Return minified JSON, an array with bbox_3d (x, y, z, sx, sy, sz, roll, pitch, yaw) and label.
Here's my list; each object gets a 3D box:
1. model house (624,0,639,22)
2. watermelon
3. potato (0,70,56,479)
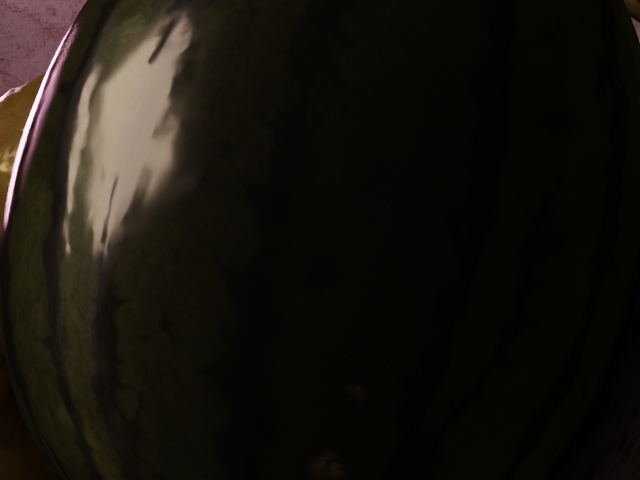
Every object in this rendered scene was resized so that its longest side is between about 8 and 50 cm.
[{"bbox_3d":[0.168,-0.250,0.791,0.234,0.175,0.193,-53,11,7],"label":"model house"},{"bbox_3d":[0.000,0.000,0.689,0.279,0.279,0.359,150,136,-71],"label":"watermelon"},{"bbox_3d":[-0.117,-0.014,0.906,0.296,0.290,0.397,-56,-14,13],"label":"potato"}]
